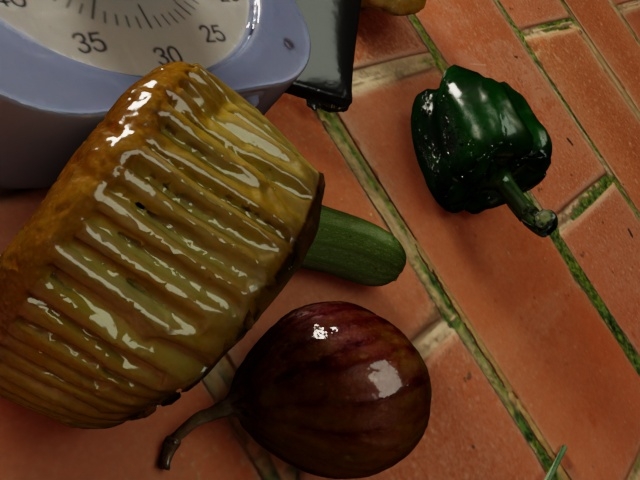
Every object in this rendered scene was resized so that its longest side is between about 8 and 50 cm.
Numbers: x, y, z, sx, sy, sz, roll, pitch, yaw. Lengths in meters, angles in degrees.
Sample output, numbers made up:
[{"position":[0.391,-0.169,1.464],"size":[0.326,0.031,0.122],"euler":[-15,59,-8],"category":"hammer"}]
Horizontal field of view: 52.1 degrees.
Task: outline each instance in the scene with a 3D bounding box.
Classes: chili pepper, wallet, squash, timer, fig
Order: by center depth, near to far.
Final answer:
[{"position":[-0.009,0.121,0.558],"size":[0.202,0.148,0.149],"euler":[14,12,3],"category":"fig"},{"position":[-0.213,-0.252,0.583],"size":[0.395,0.173,0.395],"euler":[19,55,-30],"category":"timer"},{"position":[0.000,0.000,0.682],"size":[0.219,0.068,0.077],"euler":[12,63,-34],"category":"squash"},{"position":[-0.016,-0.284,0.798],"size":[0.149,0.044,0.250],"euler":[13,79,-23],"category":"wallet"},{"position":[0.219,-0.103,0.863],"size":[0.174,0.165,0.261],"euler":[20,48,-53],"category":"chili pepper"}]

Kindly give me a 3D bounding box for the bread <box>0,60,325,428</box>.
[{"position":[-0.124,0.008,0.445],"size":[0.142,0.253,0.227],"euler":[37,50,-22],"category":"bread"}]

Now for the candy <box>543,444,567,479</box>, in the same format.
[{"position":[0.252,0.283,0.747],"size":[0.202,0.061,0.061],"euler":[-23,81,-53],"category":"candy"}]

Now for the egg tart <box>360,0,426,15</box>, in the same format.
[{"position":[0.056,-0.415,0.953],"size":[0.241,0.106,0.241],"euler":[22,54,-33],"category":"egg tart"}]
